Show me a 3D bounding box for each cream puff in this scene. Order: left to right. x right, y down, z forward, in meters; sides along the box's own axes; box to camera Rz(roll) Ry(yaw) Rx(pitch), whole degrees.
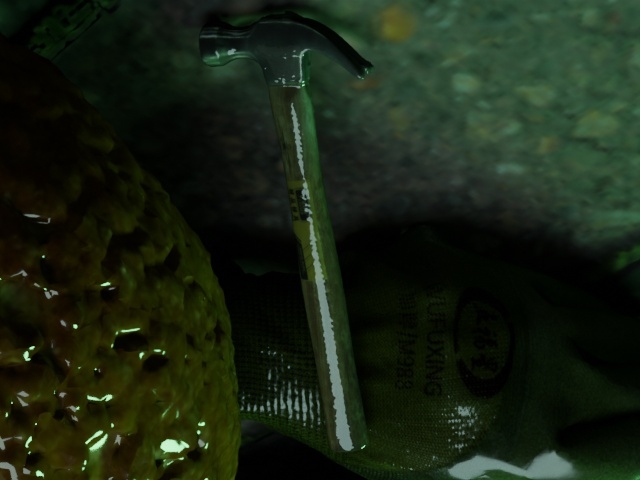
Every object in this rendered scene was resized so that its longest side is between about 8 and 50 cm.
[{"bbox_3d":[-0.174,0.063,0.575,0.303,0.212,0.303,18,139,17],"label":"cream puff"}]

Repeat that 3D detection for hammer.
[{"bbox_3d":[0.000,0.000,0.584,0.062,0.017,0.182,-5,109,17],"label":"hammer"}]

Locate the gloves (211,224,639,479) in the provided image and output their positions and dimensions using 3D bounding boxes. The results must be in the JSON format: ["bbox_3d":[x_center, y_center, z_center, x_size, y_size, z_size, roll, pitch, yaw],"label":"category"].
[{"bbox_3d":[0.058,0.063,0.651,0.268,0.135,0.107,7,-176,5],"label":"gloves"}]

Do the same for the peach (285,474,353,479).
[{"bbox_3d":[-0.007,0.229,0.805,0.197,0.197,0.197,6,143,4],"label":"peach"}]
